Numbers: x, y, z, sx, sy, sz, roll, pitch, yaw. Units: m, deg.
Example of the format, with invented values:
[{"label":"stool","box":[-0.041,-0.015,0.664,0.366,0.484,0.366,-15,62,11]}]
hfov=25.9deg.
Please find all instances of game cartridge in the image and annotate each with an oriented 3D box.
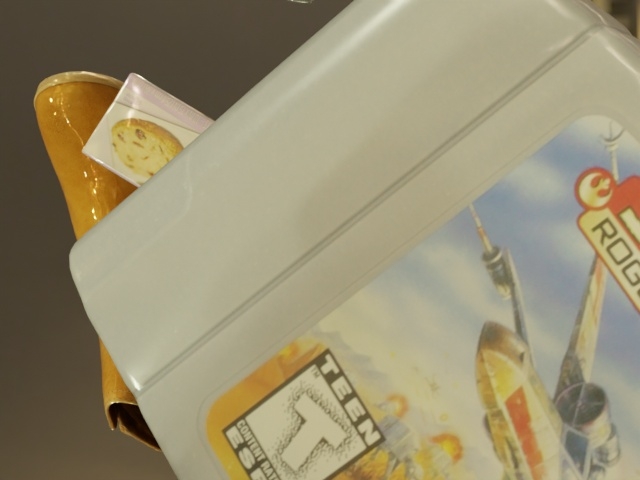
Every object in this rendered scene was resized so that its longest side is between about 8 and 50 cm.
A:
[{"label":"game cartridge","box":[0.066,0.064,0.395,0.297,0.198,0.062,57,-155,17]}]

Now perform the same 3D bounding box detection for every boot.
[{"label":"boot","box":[-0.147,0.029,1.093,0.295,0.104,0.211,60,-153,-50]}]

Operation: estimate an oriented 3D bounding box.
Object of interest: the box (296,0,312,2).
[{"label":"box","box":[-0.078,-0.270,0.832,0.059,0.183,0.232,-72,-11,-57]}]

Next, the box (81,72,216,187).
[{"label":"box","box":[0.000,0.000,0.887,0.067,0.324,0.063,-58,-12,0]}]
